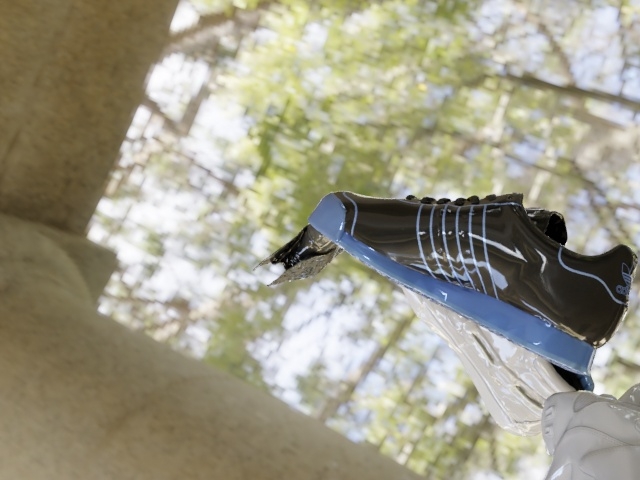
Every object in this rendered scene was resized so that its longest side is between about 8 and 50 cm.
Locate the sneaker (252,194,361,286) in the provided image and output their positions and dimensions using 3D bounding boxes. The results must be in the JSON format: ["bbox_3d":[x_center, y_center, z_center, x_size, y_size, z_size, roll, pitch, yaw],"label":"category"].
[{"bbox_3d":[0.002,0.002,1.823,0.089,0.051,0.170,-44,-11,29],"label":"sneaker"}]

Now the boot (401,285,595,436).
[{"bbox_3d":[0.191,0.080,1.743,0.095,0.123,0.258,-33,-95,-44],"label":"boot"}]

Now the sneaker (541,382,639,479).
[{"bbox_3d":[0.236,0.275,1.508,0.137,0.210,0.366,23,-43,-13],"label":"sneaker"}]

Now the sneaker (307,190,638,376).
[{"bbox_3d":[0.101,0.004,1.089,0.090,0.232,0.081,-62,-28,-1],"label":"sneaker"}]
